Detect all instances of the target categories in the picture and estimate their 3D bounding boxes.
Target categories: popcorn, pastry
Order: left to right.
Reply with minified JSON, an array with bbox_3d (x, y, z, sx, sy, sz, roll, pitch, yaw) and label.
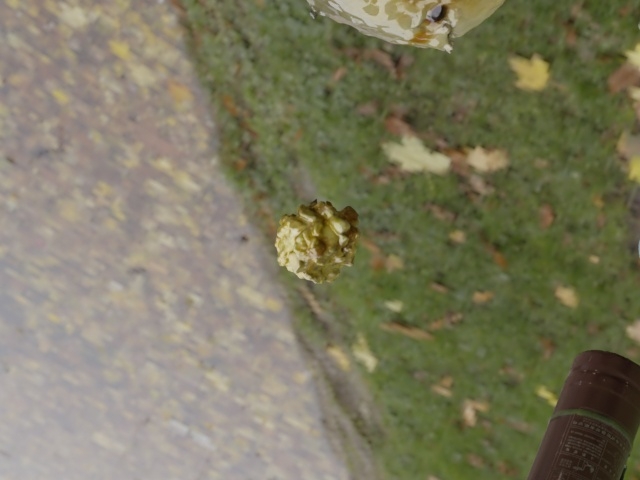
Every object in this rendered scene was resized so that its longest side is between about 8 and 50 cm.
[{"bbox_3d":[0.000,0.000,1.257,0.057,0.083,0.082,48,168,35],"label":"popcorn"},{"bbox_3d":[0.041,-0.274,1.285,0.256,0.170,0.237,19,-158,-34],"label":"pastry"}]

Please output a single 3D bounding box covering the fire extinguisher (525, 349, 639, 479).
[{"bbox_3d":[0.126,0.134,0.712,0.078,0.157,0.045,33,151,-10],"label":"fire extinguisher"}]

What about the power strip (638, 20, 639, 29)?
[{"bbox_3d":[0.241,-0.076,0.695,0.052,0.078,0.272,52,-176,-27],"label":"power strip"}]

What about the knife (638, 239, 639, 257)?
[{"bbox_3d":[0.212,-0.054,0.867,0.015,0.210,0.028,-18,121,33],"label":"knife"}]
